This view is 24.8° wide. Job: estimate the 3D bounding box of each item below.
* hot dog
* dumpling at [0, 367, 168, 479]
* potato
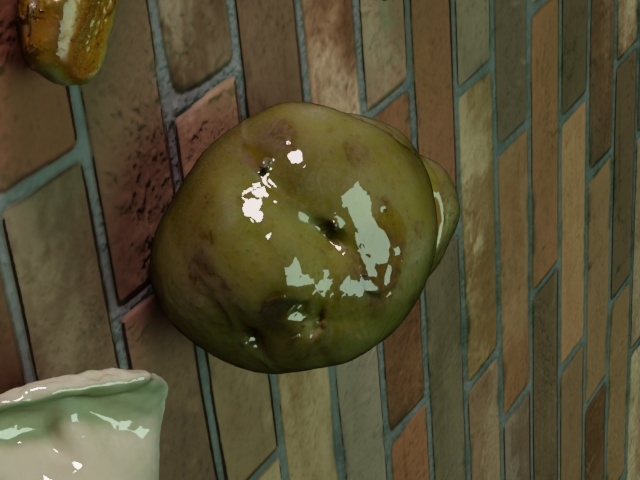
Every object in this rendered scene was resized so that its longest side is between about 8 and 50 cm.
[{"bbox_3d":[-0.147,-0.243,0.964,0.088,0.061,0.285,33,71,-64],"label":"hot dog"},{"bbox_3d":[-0.208,0.188,0.996,0.179,0.131,0.252,5,119,-42],"label":"dumpling"},{"bbox_3d":[0.004,-0.001,1.192,0.351,0.203,0.218,-6,118,-68],"label":"potato"}]
